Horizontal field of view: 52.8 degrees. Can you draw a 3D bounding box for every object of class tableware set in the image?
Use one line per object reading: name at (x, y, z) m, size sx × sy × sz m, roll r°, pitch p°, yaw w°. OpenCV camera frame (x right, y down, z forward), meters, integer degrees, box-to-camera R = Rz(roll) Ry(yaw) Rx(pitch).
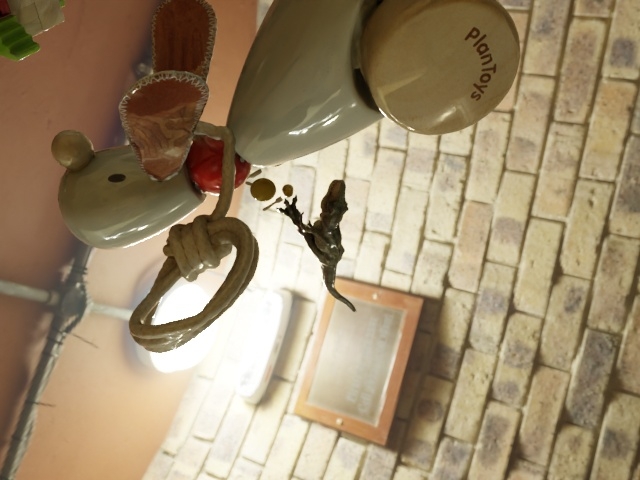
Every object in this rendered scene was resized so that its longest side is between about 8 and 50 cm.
tableware set at (-0.101, -0.134, 1.163) m, size 0.154 × 0.104 × 0.024 m, roll 55°, pitch -169°, yaw -28°

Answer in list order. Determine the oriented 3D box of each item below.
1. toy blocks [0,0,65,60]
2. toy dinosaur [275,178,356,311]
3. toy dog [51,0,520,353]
toy blocks at (-0.547, -0.401, 0.935) m, size 0.381 × 0.190 × 0.261 m, roll -48°, pitch -30°, yaw -39°
toy dinosaur at (0.000, 0.000, 0.925) m, size 0.064 × 0.118 × 0.268 m, roll -32°, pitch -34°, yaw -17°
toy dog at (-0.044, -0.113, 0.392) m, size 0.333 × 0.220 × 0.161 m, roll -37°, pitch -57°, yaw -2°
